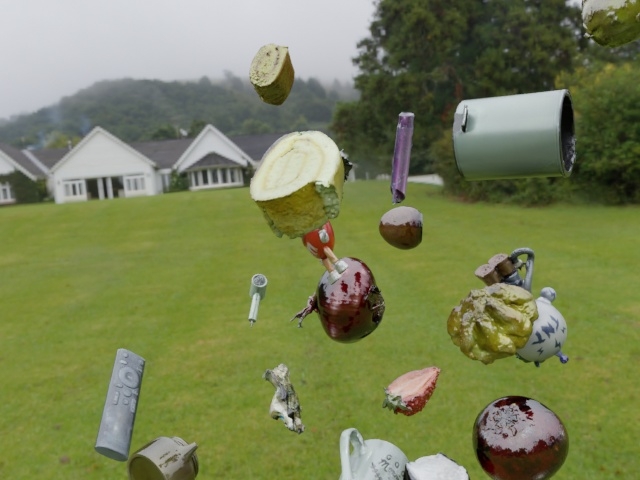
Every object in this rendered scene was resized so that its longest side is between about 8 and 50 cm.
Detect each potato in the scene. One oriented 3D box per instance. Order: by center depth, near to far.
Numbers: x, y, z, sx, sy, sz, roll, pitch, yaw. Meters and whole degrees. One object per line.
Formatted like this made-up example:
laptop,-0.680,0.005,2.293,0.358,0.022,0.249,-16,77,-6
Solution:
potato,0.616,-0.514,1.260,0.141,0.298,0.176,36,-26,-24

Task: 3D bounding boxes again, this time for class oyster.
oyster,-0.104,0.461,1.839,0.092,0.198,0.260,-18,-4,-18

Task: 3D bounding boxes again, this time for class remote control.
remote control,-0.609,0.494,1.944,0.044,0.107,0.377,-37,31,21

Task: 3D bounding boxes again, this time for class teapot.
teapot,-0.437,0.655,1.821,0.175,0.185,0.267,-22,-19,-51

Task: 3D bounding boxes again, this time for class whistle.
whistle,0.155,-0.156,1.207,0.033,0.176,0.033,5,16,-1

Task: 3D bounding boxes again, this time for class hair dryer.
hair dryer,-0.149,0.142,1.438,0.038,0.124,0.063,10,-40,-3

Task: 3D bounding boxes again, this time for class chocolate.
chocolate,0.299,-0.047,2.364,0.177,0.176,0.177,-6,2,0

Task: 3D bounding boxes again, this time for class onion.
onion,0.055,0.182,1.913,0.285,0.272,0.273,-2,3,12

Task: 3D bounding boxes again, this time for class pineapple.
pineapple,0.029,-0.139,1.462,0.074,0.159,0.074,10,42,-9

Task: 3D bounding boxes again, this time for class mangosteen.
mangosteen,0.515,0.523,1.599,0.236,0.261,0.235,-27,28,16

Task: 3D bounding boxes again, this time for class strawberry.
strawberry,0.346,0.561,2.364,0.175,0.097,0.228,7,36,47

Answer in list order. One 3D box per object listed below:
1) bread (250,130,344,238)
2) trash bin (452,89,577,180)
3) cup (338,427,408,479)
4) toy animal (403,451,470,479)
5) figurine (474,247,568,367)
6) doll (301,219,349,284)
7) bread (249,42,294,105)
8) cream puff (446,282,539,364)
bread,-0.036,-0.127,1.334,0.186,0.124,0.257,-2,45,18
trash bin,0.500,-0.265,1.626,0.263,0.217,0.277,0,-18,32
cup,0.115,0.654,1.737,0.186,0.257,0.234,-29,-1,26
toy animal,0.279,0.681,1.618,0.187,0.235,0.165,-1,26,-32
figurine,0.613,0.221,1.943,0.261,0.381,0.186,-36,10,5
doll,0.000,0.000,1.620,0.085,0.217,0.183,-21,-14,-14
bread,-0.134,-0.456,1.744,0.103,0.131,0.172,21,-4,6
cream puff,0.466,0.221,1.719,0.196,0.244,0.244,24,-2,-8
